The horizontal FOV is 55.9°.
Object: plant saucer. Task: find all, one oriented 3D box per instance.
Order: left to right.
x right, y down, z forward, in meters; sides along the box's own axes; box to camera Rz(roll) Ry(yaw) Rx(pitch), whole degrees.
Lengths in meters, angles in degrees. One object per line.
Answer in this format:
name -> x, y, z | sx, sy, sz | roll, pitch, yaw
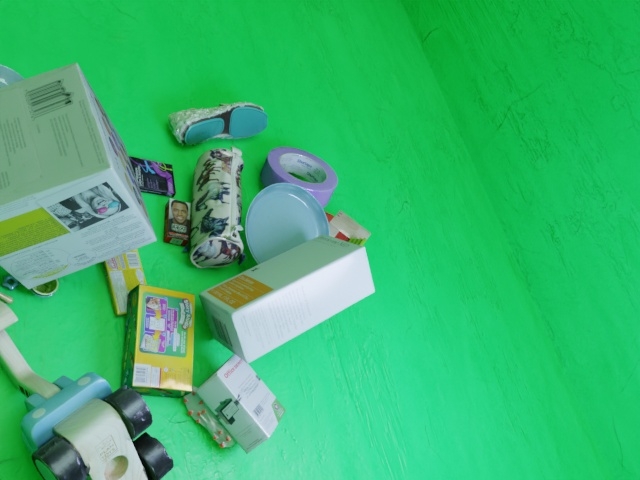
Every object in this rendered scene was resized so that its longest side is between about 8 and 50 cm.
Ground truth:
plant saucer -> -0.926, -0.421, 1.721 | 0.195, 0.037, 0.195 | 21, 50, -28
plant saucer -> -0.109, -0.025, 1.935 | 0.317, 0.044, 0.317 | 7, 77, -34

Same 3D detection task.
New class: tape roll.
tape roll -> -0.078, -0.231, 2.210 | 0.275, 0.090, 0.275 | 18, 33, -12

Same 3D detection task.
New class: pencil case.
pencil case -> -0.317, -0.112, 1.906 | 0.160, 0.183, 0.410 | 42, 34, -45

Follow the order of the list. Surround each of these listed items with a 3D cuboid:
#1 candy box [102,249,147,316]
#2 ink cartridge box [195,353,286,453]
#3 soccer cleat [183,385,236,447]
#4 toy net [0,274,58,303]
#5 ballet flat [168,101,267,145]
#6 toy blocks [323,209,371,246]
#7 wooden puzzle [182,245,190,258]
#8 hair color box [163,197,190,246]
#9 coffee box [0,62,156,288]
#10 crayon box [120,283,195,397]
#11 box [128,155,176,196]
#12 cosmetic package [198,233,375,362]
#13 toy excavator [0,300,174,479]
candy box -> -0.542, 0.110, 1.681 | 0.105, 0.027, 0.206 | -3, 64, -40
ink cartridge box -> -0.212, 0.434, 1.633 | 0.219, 0.092, 0.160 | 50, 17, 1
soccer cleat -> -0.294, 0.470, 1.621 | 0.196, 0.068, 0.076 | 49, 17, 5
toy net -> -0.774, 0.097, 1.478 | 0.232, 0.045, 0.122 | -4, 65, -42
ballet flat -> -0.367, -0.437, 2.152 | 0.409, 0.147, 0.147 | -20, 75, -46
toy blocks -> 0.000, 0.000, 2.140 | 0.261, 0.191, 0.381 | 37, 44, 3
wooden puzzle -> -0.373, 0.047, 1.883 | 0.116, 0.014, 0.078 | 35, 40, -17
hair color box -> -0.444, -0.056, 1.869 | 0.072, 0.043, 0.141 | 13, 53, -29
coffee box -> -0.635, -0.144, 1.430 | 0.338, 0.334, 0.337 | -22, 63, -8
crayon box -> -0.428, 0.268, 1.606 | 0.165, 0.081, 0.278 | 16, 57, -35
box -> -0.541, -0.202, 1.903 | 0.162, 0.029, 0.116 | 6, 58, -36
cosmetic package -> -0.093, 0.153, 1.760 | 0.453, 0.230, 0.161 | -26, 113, -28
toy excavator -> -0.591, 0.370, 1.329 | 0.222, 0.445, 0.433 | -38, 128, -41
